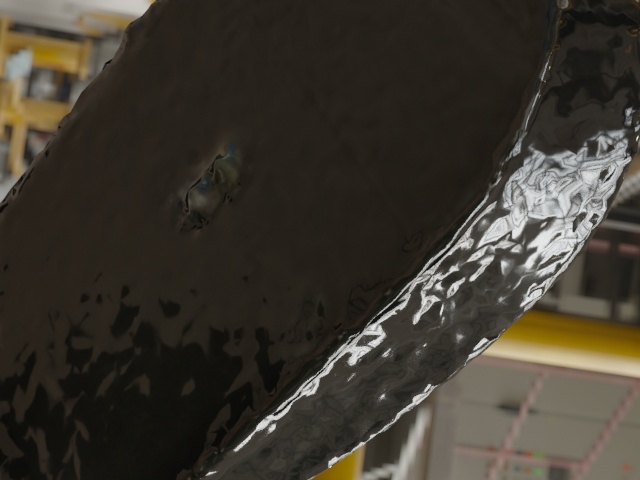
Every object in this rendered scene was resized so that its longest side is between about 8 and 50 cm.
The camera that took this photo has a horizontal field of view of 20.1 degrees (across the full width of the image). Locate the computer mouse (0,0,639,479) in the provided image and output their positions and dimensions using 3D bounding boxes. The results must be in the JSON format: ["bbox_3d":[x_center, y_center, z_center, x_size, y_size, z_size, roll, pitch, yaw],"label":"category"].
[{"bbox_3d":[-0.007,-0.009,0.575,0.295,0.087,0.168,-45,-133,16],"label":"computer mouse"}]
